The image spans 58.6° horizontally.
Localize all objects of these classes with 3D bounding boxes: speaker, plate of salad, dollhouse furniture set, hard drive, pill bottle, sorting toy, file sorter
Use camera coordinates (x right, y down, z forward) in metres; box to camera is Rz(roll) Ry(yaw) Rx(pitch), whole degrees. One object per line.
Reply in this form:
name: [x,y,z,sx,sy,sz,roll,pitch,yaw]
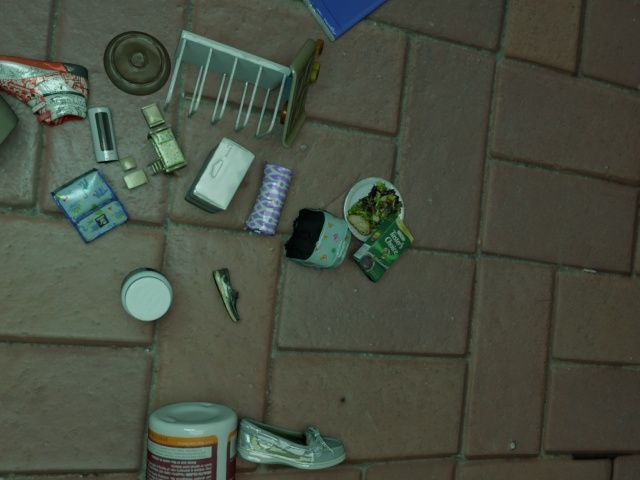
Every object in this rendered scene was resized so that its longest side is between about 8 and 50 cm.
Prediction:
speaker: [-0.549,-0.264,1.440,0.055,0.055,0.136,-9,94,-19]
plate of salad: [0.166,-0.090,1.700,0.200,0.048,0.200,0,90,-19]
dollhouse furniture set: [-0.452,-0.244,1.449,0.161,0.101,0.182,-26,99,-17]
hard drive: [0.094,-0.762,1.668,0.319,0.040,0.210,-41,103,-14]
pill bottle: [-0.427,0.132,1.400,0.121,0.221,0.121,0,91,-20]
sorting toy: [-0.053,-0.417,1.534,0.041,0.307,0.229,14,130,5]
file sorter: [-0.248,-0.387,1.475,0.278,0.193,0.173,14,89,-19]
pill bottle: [-0.329,0.631,1.442,0.224,0.224,0.392,3,89,-20]

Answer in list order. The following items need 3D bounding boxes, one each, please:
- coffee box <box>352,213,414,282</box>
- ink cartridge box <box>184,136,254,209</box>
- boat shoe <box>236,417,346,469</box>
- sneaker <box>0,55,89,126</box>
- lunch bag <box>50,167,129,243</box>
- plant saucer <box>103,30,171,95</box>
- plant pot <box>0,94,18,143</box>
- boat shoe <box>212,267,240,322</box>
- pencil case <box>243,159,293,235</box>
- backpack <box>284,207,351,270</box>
coffee box: [0.187,0.022,1.691,0.184,0.040,0.113,-46,126,-11]
ink cartridge box: [-0.262,-0.159,1.455,0.092,0.219,0.160,30,81,-17]
boat shoe: [-0.077,0.563,1.590,0.320,0.118,0.103,11,91,-13]
sneaker: [-0.700,-0.354,1.366,0.270,0.090,0.145,-1,89,-22]
lunch bag: [-0.571,-0.085,1.420,0.129,0.096,0.151,-35,116,-18]
plant saucer: [-0.474,-0.463,1.478,0.168,0.029,0.168,-1,91,-20]
plant pot: [-0.835,-0.291,1.229,0.280,0.323,0.323,42,77,-31]
boat shoe: [-0.246,0.149,1.553,0.049,0.056,0.152,-22,98,-13]
pencil case: [-0.142,-0.111,1.575,0.088,0.086,0.206,17,83,9]
backpack: [0.000,0.000,1.568,0.144,0.188,0.166,24,82,-18]
